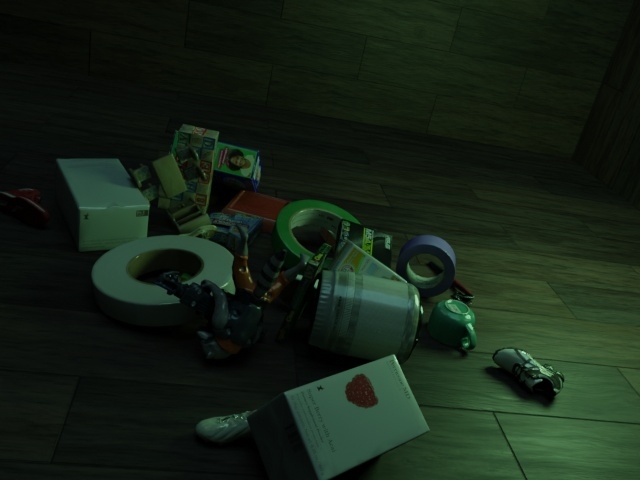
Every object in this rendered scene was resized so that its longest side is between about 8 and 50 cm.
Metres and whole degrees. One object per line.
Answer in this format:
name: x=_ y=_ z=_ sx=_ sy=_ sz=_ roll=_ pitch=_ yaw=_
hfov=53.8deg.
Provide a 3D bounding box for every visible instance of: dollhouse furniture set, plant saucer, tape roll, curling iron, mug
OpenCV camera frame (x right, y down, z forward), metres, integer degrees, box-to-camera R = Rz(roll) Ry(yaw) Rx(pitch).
dollhouse furniture set: x=-0.468 y=-0.158 z=2.059 sx=0.212 sy=0.242 sz=0.161 roll=-28 pitch=36 yaw=-16
plant saucer: x=-0.226 y=-0.114 z=2.339 sx=0.258 sy=0.048 sz=0.259 roll=15 pitch=25 yaw=4
tape roll: x=0.000 y=0.000 z=2.078 sx=0.321 sy=0.077 sz=0.321 roll=13 pitch=41 yaw=-11
curling iron: x=0.440 y=0.135 z=2.157 sx=0.068 sy=0.035 sz=0.274 roll=3 pitch=28 yaw=-20
tape roll: x=-0.422 y=0.100 z=1.728 sx=0.391 sy=0.072 sz=0.392 roll=3 pitch=26 yaw=-1
tape roll: x=0.342 y=0.083 z=2.042 sx=0.188 sy=0.189 sz=0.080 roll=17 pitch=26 yaw=8
mug: x=0.401 y=0.240 z=1.855 sx=0.157 sy=0.098 sz=0.129 roll=23 pitch=28 yaw=21

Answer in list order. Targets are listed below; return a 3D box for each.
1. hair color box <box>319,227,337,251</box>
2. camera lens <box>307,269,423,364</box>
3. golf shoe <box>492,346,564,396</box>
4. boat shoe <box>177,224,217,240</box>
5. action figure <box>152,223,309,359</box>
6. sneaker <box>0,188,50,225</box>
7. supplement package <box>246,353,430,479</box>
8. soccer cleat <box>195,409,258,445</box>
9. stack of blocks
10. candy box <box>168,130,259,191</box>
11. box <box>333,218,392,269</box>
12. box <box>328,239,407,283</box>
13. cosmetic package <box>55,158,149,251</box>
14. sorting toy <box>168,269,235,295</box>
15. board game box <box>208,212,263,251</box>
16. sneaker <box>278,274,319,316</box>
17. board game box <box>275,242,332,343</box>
hair color box: x=0.074 y=-0.003 z=2.246 sx=0.093 sy=0.054 sz=0.167 roll=-2 pitch=32 yaw=-25
camera lens: x=0.119 y=0.201 z=1.664 sx=0.274 sy=0.220 sz=0.219 roll=12 pitch=26 yaw=-3
golf shoe: x=0.563 y=0.358 z=1.720 sx=0.198 sy=0.077 sz=0.094 roll=21 pitch=27 yaw=18
boat shoe: x=-0.397 y=-0.005 z=2.014 sx=0.152 sy=0.056 sz=0.048 roll=-18 pitch=51 yaw=-25
action figure: x=-0.215 y=0.135 z=1.523 sx=0.341 sy=0.330 sz=0.178 roll=24 pitch=3 yaw=-33
sneaker: x=-0.908 y=-0.121 z=1.995 sx=0.221 sy=0.087 sz=0.128 roll=24 pitch=29 yaw=19
supplement package: x=0.037 y=0.370 z=1.271 sx=0.292 sy=0.175 sz=0.178 roll=-10 pitch=67 yaw=-38
soccer cleat: x=-0.163 y=0.386 z=1.326 sx=0.196 sy=0.076 sz=0.068 roll=7 pitch=26 yaw=-12
stack of blocks: x=-0.464 y=-0.247 z=2.209 sx=0.171 sy=0.297 sz=0.087 roll=11 pitch=26 yaw=-6
candy box: x=-0.391 y=-0.288 z=2.391 sx=0.316 sy=0.122 sz=0.268 roll=12 pitch=-9 yaw=-1
box: x=0.138 y=0.030 z=2.017 sx=0.184 sy=0.045 sz=0.191 roll=18 pitch=43 yaw=-7
box: x=0.137 y=0.103 z=1.886 sx=0.203 sy=0.114 sz=0.103 roll=36 pitch=2 yaw=-10
cosmetic package: x=-0.706 y=-0.124 z=2.019 sx=0.217 sy=0.156 sz=0.385 roll=-4 pitch=31 yaw=-30
sorting toy: x=-0.319 y=0.129 z=1.816 sx=0.192 sy=0.038 sz=0.208 roll=-2 pitch=30 yaw=-29
board game box: x=-0.300 y=-0.032 z=2.123 sx=0.194 sy=0.060 sz=0.194 roll=11 pitch=25 yaw=-4
sneaker: x=0.002 y=0.163 z=1.838 sx=0.289 sy=0.106 sz=0.123 roll=23 pitch=22 yaw=-4
board game box: x=-0.045 y=0.140 z=1.667 sx=0.030 sy=0.260 sz=0.136 roll=26 pitch=27 yaw=4
